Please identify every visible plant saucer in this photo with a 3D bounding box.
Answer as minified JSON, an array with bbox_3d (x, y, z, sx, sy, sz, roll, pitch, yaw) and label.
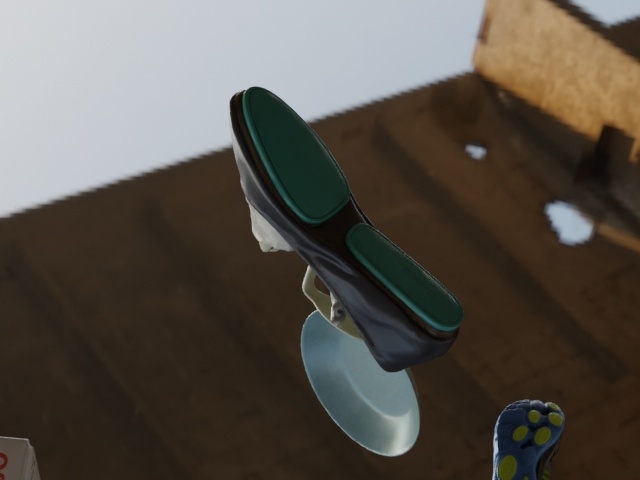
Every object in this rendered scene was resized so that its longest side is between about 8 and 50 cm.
[{"bbox_3d":[0.056,0.157,1.717,0.037,0.195,0.195,-31,-127,-34],"label":"plant saucer"}]

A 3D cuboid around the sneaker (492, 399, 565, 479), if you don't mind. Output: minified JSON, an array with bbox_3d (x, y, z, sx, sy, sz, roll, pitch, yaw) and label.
[{"bbox_3d":[0.200,0.235,1.475,0.067,0.078,0.188,9,-133,12],"label":"sneaker"}]

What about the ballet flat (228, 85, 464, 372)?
[{"bbox_3d":[0.000,0.000,0.905,0.203,0.074,0.074,49,-133,6],"label":"ballet flat"}]

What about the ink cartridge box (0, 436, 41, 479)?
[{"bbox_3d":[-0.432,0.295,1.472,0.273,0.115,0.198,6,-122,1],"label":"ink cartridge box"}]
